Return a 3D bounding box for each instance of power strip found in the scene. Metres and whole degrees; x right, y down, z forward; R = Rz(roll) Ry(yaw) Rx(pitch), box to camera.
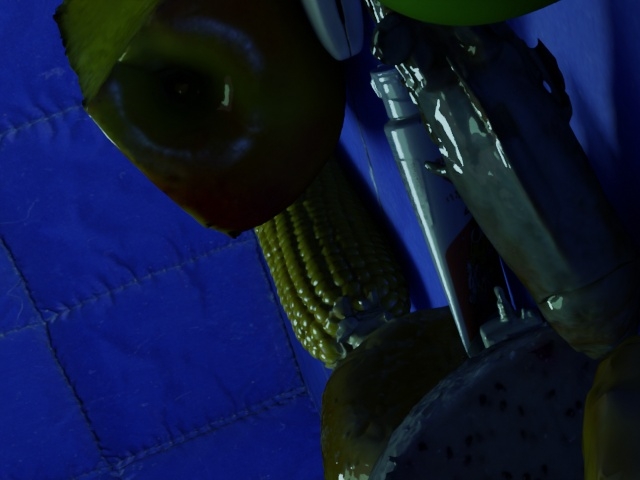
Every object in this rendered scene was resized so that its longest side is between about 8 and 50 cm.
[{"bbox_3d":[0.165,0.121,1.239,0.030,0.048,0.191,-111,0,-75],"label":"power strip"}]

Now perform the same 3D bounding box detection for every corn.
[{"bbox_3d":[0.000,0.000,1.837,0.387,0.144,0.144,-115,6,-51],"label":"corn"}]

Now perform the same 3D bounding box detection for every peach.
[{"bbox_3d":[-0.098,-0.181,1.590,0.306,0.242,0.380,42,-174,-24],"label":"peach"}]

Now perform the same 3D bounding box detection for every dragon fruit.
[{"bbox_3d":[0.134,0.216,1.084,0.283,0.221,0.204,65,167,7],"label":"dragon fruit"}]

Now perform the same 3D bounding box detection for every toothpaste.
[{"bbox_3d":[0.097,-0.028,1.240,0.089,0.057,0.234,-39,-65,-52],"label":"toothpaste"}]

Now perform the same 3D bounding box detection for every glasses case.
[{"bbox_3d":[-0.002,-0.245,1.387,0.204,0.051,0.081,74,175,-45],"label":"glasses case"}]

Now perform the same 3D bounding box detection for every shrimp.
[{"bbox_3d":[0.091,-0.069,0.917,0.360,0.085,0.247,55,-176,-43],"label":"shrimp"}]

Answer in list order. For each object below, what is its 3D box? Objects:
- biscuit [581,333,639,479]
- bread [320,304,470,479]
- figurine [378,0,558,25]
[{"bbox_3d":[0.185,0.239,0.663,0.446,0.104,0.429,52,-148,-62],"label":"biscuit"},{"bbox_3d":[0.085,0.182,1.346,0.246,0.176,0.195,-82,-20,-58],"label":"bread"},{"bbox_3d":[0.063,-0.157,0.650,0.143,0.162,0.263,62,172,0],"label":"figurine"}]
